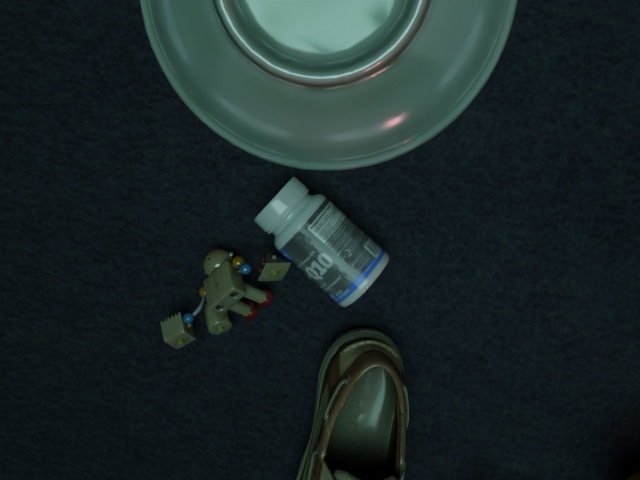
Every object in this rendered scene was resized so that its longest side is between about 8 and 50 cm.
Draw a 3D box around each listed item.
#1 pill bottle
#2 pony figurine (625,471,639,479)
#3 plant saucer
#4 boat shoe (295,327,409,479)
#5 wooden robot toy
[{"bbox_3d":[0.000,0.000,0.896,0.137,0.078,0.078,42,101,-4],"label":"pill bottle"},{"bbox_3d":[0.284,0.464,0.892,0.350,0.303,0.364,-20,84,0],"label":"pony figurine"},{"bbox_3d":[0.002,-0.265,0.833,0.400,0.100,0.401,1,101,5],"label":"plant saucer"},{"bbox_3d":[0.033,0.263,0.908,0.123,0.116,0.325,2,96,-6],"label":"boat shoe"},{"bbox_3d":[-0.108,0.048,0.931,0.173,0.076,0.079,-39,51,22],"label":"wooden robot toy"}]
